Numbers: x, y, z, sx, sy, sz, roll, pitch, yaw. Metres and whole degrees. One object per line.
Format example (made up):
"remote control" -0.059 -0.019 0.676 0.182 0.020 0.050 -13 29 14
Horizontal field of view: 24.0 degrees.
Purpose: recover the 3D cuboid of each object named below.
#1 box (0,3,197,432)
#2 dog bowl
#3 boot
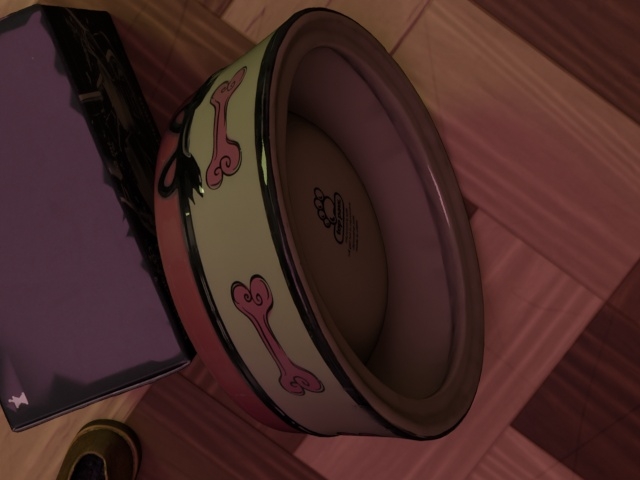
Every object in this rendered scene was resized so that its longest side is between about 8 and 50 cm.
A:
"box" -0.244 -0.034 1.441 0.179 0.312 0.343 -22 96 6
"dog bowl" 0.000 0.000 1.404 0.150 0.408 0.408 -17 97 27
"boot" -0.269 0.348 1.597 0.112 0.115 0.305 13 100 0
